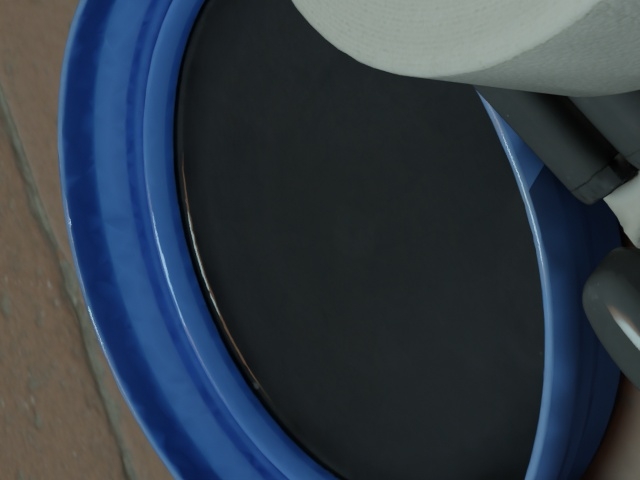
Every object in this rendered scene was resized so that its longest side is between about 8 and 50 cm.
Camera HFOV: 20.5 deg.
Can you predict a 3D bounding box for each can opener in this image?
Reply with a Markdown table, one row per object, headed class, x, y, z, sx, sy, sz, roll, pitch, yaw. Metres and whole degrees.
| class | x | y | z | sx | sy | sz | roll | pitch | yaw |
| --- | --- | --- | --- | --- | --- | --- | --- | --- | --- |
| can opener | 0.112 | -0.036 | 0.736 | 0.283 | 0.095 | 0.076 | 46 | 144 | -5 |

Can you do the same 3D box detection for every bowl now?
| class | x | y | z | sx | sy | sz | roll | pitch | yaw |
| --- | --- | --- | --- | --- | --- | --- | --- | --- | --- |
| bowl | 0.000 | 0.000 | 0.944 | 0.391 | 0.077 | 0.391 | 23 | 122 | 43 |

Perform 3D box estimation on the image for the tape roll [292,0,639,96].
| class | x | y | z | sx | sy | sz | roll | pitch | yaw |
| --- | --- | --- | --- | --- | --- | --- | --- | --- | --- |
| tape roll | 0.078 | -0.239 | 0.557 | 0.392 | 0.072 | 0.392 | -14 | 74 | 61 |
